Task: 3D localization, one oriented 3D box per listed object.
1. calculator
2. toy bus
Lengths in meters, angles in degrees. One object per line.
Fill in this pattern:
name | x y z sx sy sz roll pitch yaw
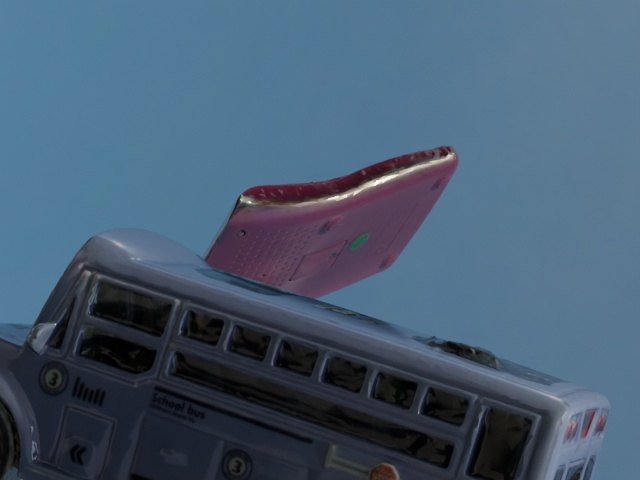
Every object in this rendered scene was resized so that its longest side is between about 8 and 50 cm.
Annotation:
calculator | 0.000 0.000 1.063 0.034 0.190 0.126 55 -41 24
toy bus | -0.032 0.078 0.726 0.292 0.125 0.133 17 -88 20
